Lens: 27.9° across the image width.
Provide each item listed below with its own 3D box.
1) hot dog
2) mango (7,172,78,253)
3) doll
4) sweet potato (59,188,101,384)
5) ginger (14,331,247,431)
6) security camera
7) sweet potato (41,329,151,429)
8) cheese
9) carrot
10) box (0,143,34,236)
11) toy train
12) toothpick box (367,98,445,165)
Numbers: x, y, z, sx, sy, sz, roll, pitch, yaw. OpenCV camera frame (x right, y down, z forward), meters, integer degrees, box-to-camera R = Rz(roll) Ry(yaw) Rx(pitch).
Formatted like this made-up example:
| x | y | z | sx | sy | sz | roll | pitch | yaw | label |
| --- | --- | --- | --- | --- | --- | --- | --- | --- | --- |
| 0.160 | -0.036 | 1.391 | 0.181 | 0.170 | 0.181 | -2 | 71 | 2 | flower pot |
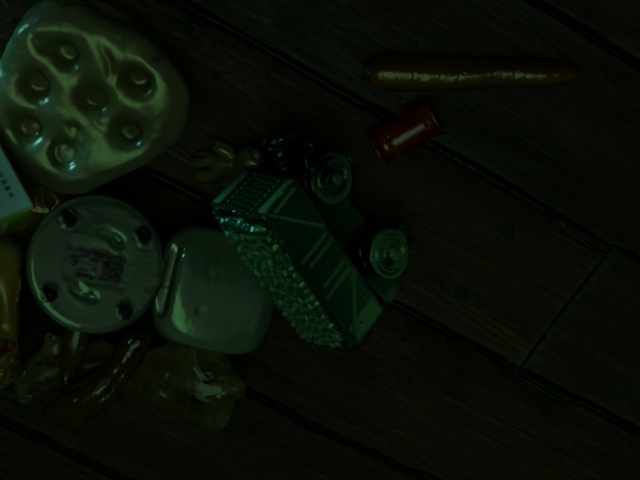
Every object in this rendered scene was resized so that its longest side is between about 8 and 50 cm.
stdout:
| x | y | z | sx | sy | sz | roll | pitch | yaw | label |
| --- | --- | --- | --- | --- | --- | --- | --- | --- | --- |
| -0.411 | 0.100 | 1.468 | 0.150 | 0.153 | 0.256 | 10 | 147 | -9 | hot dog |
| -0.367 | -0.025 | 1.500 | 0.190 | 0.075 | 0.098 | -23 | 110 | 23 | mango |
| -0.106 | -0.086 | 1.496 | 0.093 | 0.051 | 0.061 | -10 | 120 | 5 | doll |
| -0.280 | 0.049 | 1.540 | 0.059 | 0.069 | 0.249 | 10 | 107 | -19 | sweet potato |
| -0.234 | 0.172 | 1.596 | 0.295 | 0.086 | 0.131 | 1 | 123 | 8 | ginger |
| -0.193 | 0.042 | 1.496 | 0.302 | 0.080 | 0.157 | 13 | 88 | -21 | security camera |
| -0.263 | 0.173 | 1.535 | 0.182 | 0.054 | 0.053 | -40 | 85 | 15 | sweet potato |
| -0.259 | -0.166 | 1.425 | 0.235 | 0.117 | 0.217 | -4 | 112 | 2 | cheese |
| 0.173 | -0.189 | 1.462 | 0.248 | 0.043 | 0.043 | 0 | 113 | -2 | carrot |
| -0.444 | -0.101 | 1.369 | 0.175 | 0.062 | 0.260 | -24 | 78 | -29 | box |
| 0.000 | 0.000 | 1.469 | 0.154 | 0.115 | 0.269 | -52 | 128 | -25 | toy train |
| 0.097 | -0.123 | 1.485 | 0.083 | 0.047 | 0.047 | -29 | 111 | 12 | toothpick box |
